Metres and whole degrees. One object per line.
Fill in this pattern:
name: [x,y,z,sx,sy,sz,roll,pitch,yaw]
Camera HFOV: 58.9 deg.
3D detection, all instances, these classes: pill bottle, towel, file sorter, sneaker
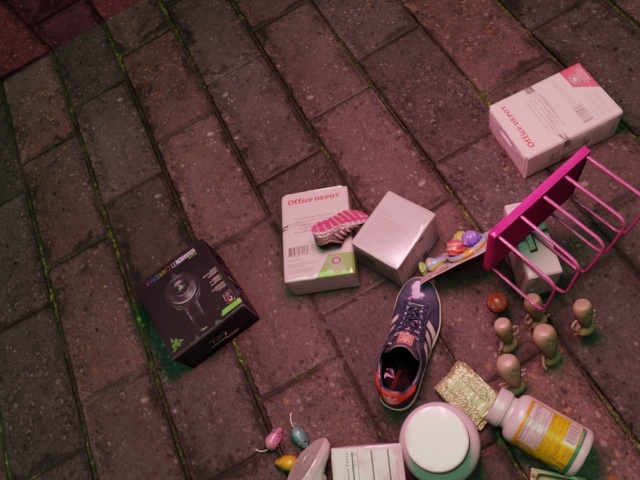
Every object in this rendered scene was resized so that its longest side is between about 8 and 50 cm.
pill bottle: [0.260,0.444,1.223,0.169,0.301,0.169,-6,64,13]
towel: [0.362,0.377,1.383,0.110,0.027,0.148,-46,64,-7]
pill bottle: [0.483,0.421,1.269,0.208,0.117,0.117,28,76,21]
file sorter: [0.533,-0.013,1.251,0.290,0.202,0.182,-41,65,-7]
sneaker: [0.222,0.242,1.417,0.131,0.148,0.350,6,67,19]
sneaker: [-0.006,0.614,1.352,0.151,0.094,0.256,39,55,-15]
sneaker: [0.052,-0.026,1.516,0.170,0.075,0.063,-22,42,-23]

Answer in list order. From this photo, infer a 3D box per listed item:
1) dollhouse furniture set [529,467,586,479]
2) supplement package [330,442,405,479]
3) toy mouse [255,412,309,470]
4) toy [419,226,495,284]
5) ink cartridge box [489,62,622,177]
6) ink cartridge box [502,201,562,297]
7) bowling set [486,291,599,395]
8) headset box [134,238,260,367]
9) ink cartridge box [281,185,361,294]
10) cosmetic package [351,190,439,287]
dollhouse furniture set: [0.515,0.569,1.193,0.144,0.123,0.151,5,67,18]
supplement package: [0.100,0.546,1.219,0.145,0.262,0.204,-5,70,-2]
toy mouse: [-0.087,0.510,1.446,0.161,0.031,0.143,3,66,17]
toy: [0.347,0.017,1.443,0.237,0.137,0.056,-36,97,35]
ink cartridge box: [0.644,-0.335,1.585,0.283,0.117,0.207,-26,62,2]
ink cartridge box: [0.527,0.023,1.433,0.086,0.148,0.203,-12,64,6]
bowling set: [0.504,0.213,1.375,0.287,0.154,0.200,-34,43,0]
headset box: [-0.347,0.186,1.616,0.246,0.131,0.283,-36,62,-2]
ink cartridge box: [0.000,0.000,1.613,0.198,0.115,0.273,-9,64,11]
cosmetic package: [0.206,-0.002,1.535,0.151,0.151,0.184,31,78,26]
